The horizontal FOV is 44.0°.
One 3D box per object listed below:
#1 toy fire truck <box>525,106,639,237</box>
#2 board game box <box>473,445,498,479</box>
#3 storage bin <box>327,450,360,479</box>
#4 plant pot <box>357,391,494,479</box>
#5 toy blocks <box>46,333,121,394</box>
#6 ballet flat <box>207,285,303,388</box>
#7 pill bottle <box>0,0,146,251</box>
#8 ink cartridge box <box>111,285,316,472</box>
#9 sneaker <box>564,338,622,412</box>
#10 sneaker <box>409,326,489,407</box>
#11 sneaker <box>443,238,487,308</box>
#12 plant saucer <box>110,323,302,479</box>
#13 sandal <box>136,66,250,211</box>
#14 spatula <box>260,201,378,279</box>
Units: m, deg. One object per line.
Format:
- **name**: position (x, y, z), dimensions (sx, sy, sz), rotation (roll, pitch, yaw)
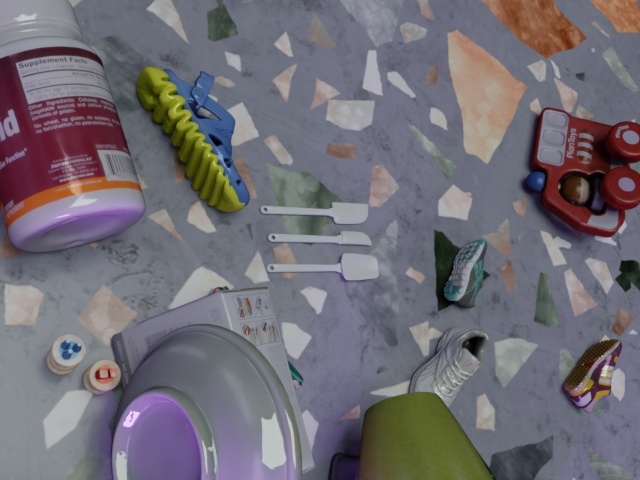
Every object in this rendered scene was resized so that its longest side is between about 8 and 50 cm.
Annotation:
- **toy fire truck**: position (0.614, -0.159, 1.856), dimensions (0.254, 0.169, 0.302), rotation (14, 66, 6)
- **board game box**: position (0.253, 0.433, 1.509), dimensions (0.126, 0.026, 0.186), rotation (-14, 50, -28)
- **storage bin**: position (0.095, 0.433, 1.449), dimensions (0.135, 0.091, 0.098), rotation (19, 67, -19)
- **plant pot**: position (0.170, 0.414, 1.313), dimensions (0.275, 0.275, 0.293), rotation (2, 57, -24)
- **toy blocks**: position (-0.376, 0.198, 1.273), dimensions (0.123, 0.148, 0.054), rotation (31, 64, -13)
- **ballet flat**: position (-0.132, 0.189, 1.439), dimensions (0.077, 0.091, 0.241), rotation (-40, 88, 3)
- **pill bottle**: position (-0.453, -0.197, 1.321), dimensions (0.224, 0.224, 0.392), rotation (-15, 80, -28)
- **ink cartridge box**: position (-0.186, 0.262, 1.322), dimensions (0.130, 0.272, 0.309), rotation (-1, 74, -57)
- **sneaker**: position (0.616, 0.298, 1.752), dimensions (0.185, 0.069, 0.084), rotation (-40, 101, -23)
- **sneaker**: position (0.259, 0.257, 1.566), dimensions (0.090, 0.115, 0.232), rotation (38, 62, -10)
- **sneaker**: position (0.322, 0.074, 1.695), dimensions (0.076, 0.065, 0.166), rotation (42, 64, -26)
- **plant saucer**: position (-0.207, 0.324, 1.170), dimensions (0.100, 0.400, 0.400), rotation (8, 69, -50)
- **sandal**: position (-0.212, -0.204, 1.496), dimensions (0.138, 0.126, 0.317), rotation (-27, 88, -33)
- **spatula**: position (0.000, 0.000, 1.584), dimensions (0.242, 0.019, 0.168), rotation (1, 74, -25)
